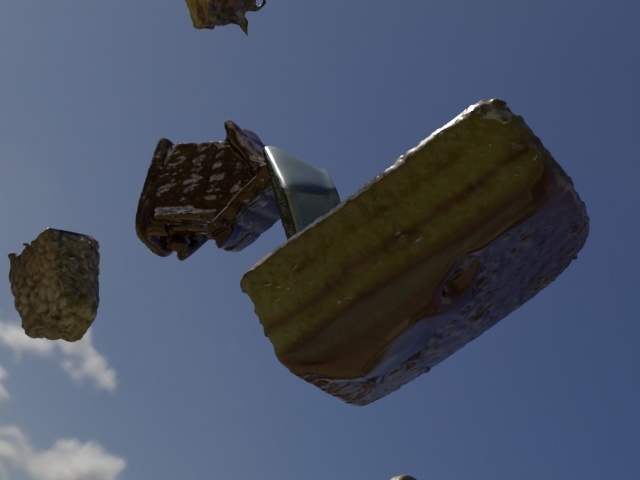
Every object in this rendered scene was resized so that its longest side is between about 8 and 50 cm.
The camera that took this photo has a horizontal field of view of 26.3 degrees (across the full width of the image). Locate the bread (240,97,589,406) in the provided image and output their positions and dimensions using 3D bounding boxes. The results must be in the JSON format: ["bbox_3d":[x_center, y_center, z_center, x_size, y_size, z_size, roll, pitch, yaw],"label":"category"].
[{"bbox_3d":[0.080,0.019,1.006,0.110,0.234,0.184,55,6,26],"label":"bread"}]

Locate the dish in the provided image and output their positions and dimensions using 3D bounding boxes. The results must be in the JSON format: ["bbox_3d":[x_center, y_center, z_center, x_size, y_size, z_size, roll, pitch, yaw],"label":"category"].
[{"bbox_3d":[0.000,0.000,1.794,0.182,0.080,0.243,-118,-168,-65],"label":"dish"}]

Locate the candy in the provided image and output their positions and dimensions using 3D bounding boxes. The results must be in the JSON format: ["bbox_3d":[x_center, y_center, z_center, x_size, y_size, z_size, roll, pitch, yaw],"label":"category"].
[{"bbox_3d":[-0.272,0.046,1.417,0.095,0.085,0.110,-45,-132,36],"label":"candy"}]

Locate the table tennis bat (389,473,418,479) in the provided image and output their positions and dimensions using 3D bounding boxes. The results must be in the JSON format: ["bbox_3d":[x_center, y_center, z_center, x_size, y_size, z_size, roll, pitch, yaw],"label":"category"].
[{"bbox_3d":[0.147,0.423,1.745,0.198,0.050,0.321,53,14,-19],"label":"table tennis bat"}]

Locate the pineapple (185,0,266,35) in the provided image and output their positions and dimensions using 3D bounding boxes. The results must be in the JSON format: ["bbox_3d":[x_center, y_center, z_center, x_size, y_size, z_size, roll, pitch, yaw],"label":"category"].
[{"bbox_3d":[-0.098,-0.253,1.255,0.116,0.137,0.069,25,-42,-5],"label":"pineapple"}]

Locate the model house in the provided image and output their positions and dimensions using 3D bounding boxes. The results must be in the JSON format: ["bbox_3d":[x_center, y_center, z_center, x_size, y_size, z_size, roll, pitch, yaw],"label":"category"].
[{"bbox_3d":[-0.131,-0.064,2.019,0.229,0.220,0.199,-2,-25,23],"label":"model house"}]
